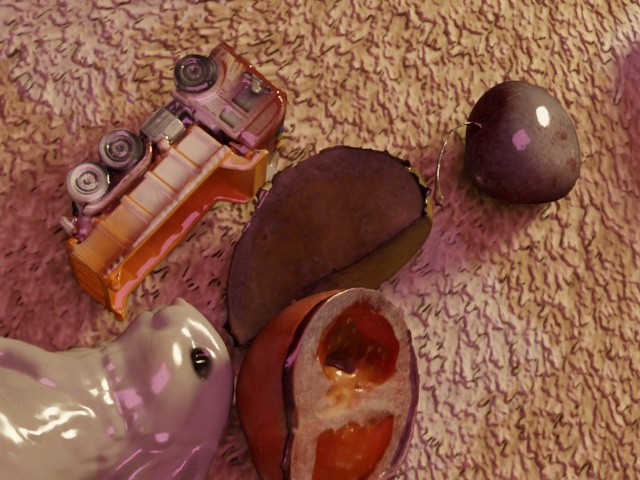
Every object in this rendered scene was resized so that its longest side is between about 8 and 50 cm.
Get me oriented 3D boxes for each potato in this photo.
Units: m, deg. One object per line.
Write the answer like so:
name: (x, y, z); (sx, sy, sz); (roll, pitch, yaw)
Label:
potato: (0.000, 0.000, 1.459); (0.243, 0.098, 0.138); (-35, 64, 7)

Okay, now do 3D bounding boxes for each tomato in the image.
tomato: (-0.002, 0.149, 1.401); (0.199, 0.112, 0.228); (-3, 101, -47)

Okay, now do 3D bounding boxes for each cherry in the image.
cherry: (0.201, -0.071, 1.500); (0.115, 0.148, 0.188); (-5, 51, 24)

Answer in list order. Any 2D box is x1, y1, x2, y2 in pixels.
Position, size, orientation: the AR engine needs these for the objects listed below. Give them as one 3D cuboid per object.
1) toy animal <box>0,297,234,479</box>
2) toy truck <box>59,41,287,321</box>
toy animal: (-0.237, 0.191, 1.328); (0.357, 0.194, 0.258); (-13, 69, -22)
toy truck: (-0.144, -0.061, 1.433); (0.135, 0.114, 0.270); (39, 71, 9)
